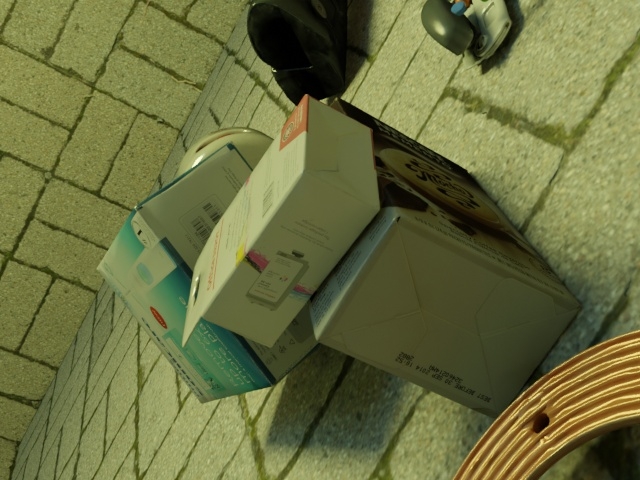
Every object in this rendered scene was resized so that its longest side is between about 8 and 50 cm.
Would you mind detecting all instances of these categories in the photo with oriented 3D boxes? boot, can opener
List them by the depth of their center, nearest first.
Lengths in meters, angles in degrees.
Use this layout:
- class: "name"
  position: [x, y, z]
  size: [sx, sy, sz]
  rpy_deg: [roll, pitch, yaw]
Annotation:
- class: "can opener"
  position: [0.162, -0.310, 1.035]
  size: [0.076, 0.095, 0.283]
  rpy_deg: [-49, 30, 37]
- class: "boot"
  position: [-0.073, -0.488, 1.498]
  size: [0.146, 0.367, 0.445]
  rpy_deg: [-27, 36, 36]

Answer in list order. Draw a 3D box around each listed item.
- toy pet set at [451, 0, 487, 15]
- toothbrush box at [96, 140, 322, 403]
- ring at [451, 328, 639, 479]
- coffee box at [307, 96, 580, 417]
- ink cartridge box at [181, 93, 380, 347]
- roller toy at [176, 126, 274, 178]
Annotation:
- class: "toy pet set"
  position: [0.208, -0.287, 0.937]
  size: [0.122, 0.065, 0.114]
  rpy_deg: [-22, 47, 30]
- class: "toothbrush box"
  position: [-0.117, 0.051, 0.958]
  size: [0.126, 0.216, 0.295]
  rpy_deg: [-38, 3, -24]
- class: "ring"
  position: [0.158, 0.195, 0.437]
  size: [0.336, 0.032, 0.336]
  rpy_deg: [-43, 28, 29]
- class: "coffee box"
  position: [0.075, -0.001, 0.760]
  size: [0.118, 0.168, 0.297]
  rpy_deg: [-58, 20, 17]
- class: "ink cartridge box"
  position: [-0.035, -0.001, 0.687]
  size: [0.198, 0.067, 0.115]
  rpy_deg: [-52, 22, 32]
- class: "roller toy"
  position: [-0.127, -0.083, 1.369]
  size: [0.209, 0.191, 0.146]
  rpy_deg: [-62, 18, 6]
